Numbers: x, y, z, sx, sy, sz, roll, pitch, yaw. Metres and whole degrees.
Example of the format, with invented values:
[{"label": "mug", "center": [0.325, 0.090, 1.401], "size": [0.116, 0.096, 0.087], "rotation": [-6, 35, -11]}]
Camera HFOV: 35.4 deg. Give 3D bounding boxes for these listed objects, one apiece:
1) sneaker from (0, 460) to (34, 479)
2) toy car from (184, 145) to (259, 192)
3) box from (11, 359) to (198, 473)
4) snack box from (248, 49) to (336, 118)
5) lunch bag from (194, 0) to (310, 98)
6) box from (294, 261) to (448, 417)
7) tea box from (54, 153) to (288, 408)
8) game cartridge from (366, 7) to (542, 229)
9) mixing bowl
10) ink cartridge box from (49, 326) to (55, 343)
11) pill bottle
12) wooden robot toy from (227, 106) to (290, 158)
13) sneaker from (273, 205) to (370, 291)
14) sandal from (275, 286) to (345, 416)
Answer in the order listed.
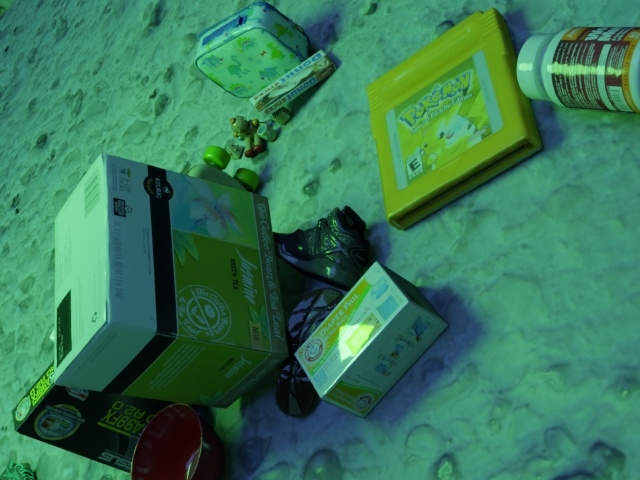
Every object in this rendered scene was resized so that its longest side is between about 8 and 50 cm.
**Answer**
[{"label": "sneaker", "center": [-0.621, 0.499, 2.081], "size": [0.166, 0.065, 0.076], "rotation": [3, 64, 46]}, {"label": "toy car", "center": [-0.239, -0.081, 2.004], "size": [0.188, 0.149, 0.155], "rotation": [-11, 47, 54]}, {"label": "box", "center": [-0.373, 0.291, 1.789], "size": [0.216, 0.270, 0.060], "rotation": [-49, 38, 11]}, {"label": "snack box", "center": [-0.056, -0.312, 2.004], "size": [0.178, 0.022, 0.064], "rotation": [-35, 41, 0]}, {"label": "lunch bag", "center": [-0.143, -0.393, 2.066], "size": [0.219, 0.176, 0.090], "rotation": [-20, 52, 38]}, {"label": "box", "center": [0.075, 0.154, 1.540], "size": [0.203, 0.103, 0.114], "rotation": [-50, 40, 10]}, {"label": "tea box", "center": [-0.257, 0.075, 1.682], "size": [0.220, 0.324, 0.329], "rotation": [-43, 45, 41]}, {"label": "game cartridge", "center": [0.209, -0.212, 1.680], "size": [0.285, 0.053, 0.323], "rotation": [-31, 47, 29]}, {"label": "mixing bowl", "center": [-0.230, 0.380, 1.717], "size": [0.181, 0.098, 0.181], "rotation": [-25, 49, 33]}, {"label": "ink cartridge box", "center": [-0.346, 0.118, 1.972], "size": [0.261, 0.066, 0.296], "rotation": [18, 65, 16]}, {"label": "pill bottle", "center": [0.400, -0.247, 1.447], "size": [0.221, 0.121, 0.121], "rotation": [15, 77, 50]}, {"label": "wooden robot toy", "center": [-0.147, -0.224, 2.038], "size": [0.173, 0.079, 0.076], "rotation": [-28, 48, 32]}, {"label": "sneaker", "center": [0.000, 0.000, 1.736], "size": [0.227, 0.087, 0.130], "rotation": [16, 74, 48]}, {"label": "sandal", "center": [-0.014, 0.182, 1.651], "size": [0.090, 0.060, 0.219], "rotation": [13, 90, 18]}]
